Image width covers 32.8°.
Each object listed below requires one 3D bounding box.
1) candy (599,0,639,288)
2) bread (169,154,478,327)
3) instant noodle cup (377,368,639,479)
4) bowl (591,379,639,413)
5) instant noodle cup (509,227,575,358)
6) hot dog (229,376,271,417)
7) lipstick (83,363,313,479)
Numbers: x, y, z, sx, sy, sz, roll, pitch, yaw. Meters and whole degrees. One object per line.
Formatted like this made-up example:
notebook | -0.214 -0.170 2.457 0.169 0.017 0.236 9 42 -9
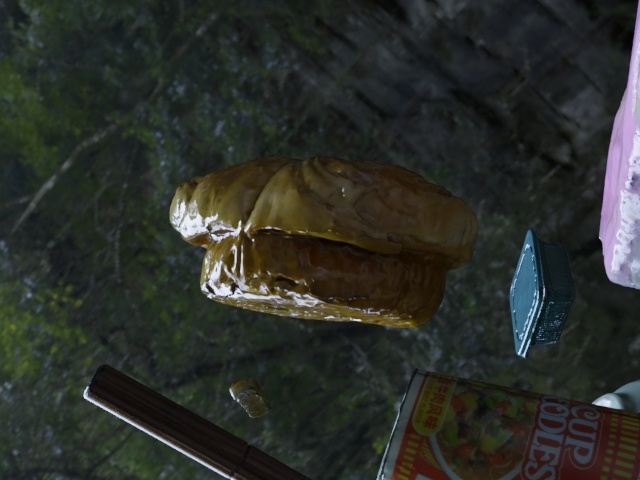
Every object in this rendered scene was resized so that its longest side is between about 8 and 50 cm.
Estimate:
candy | 0.195 -0.076 0.410 0.155 0.265 0.116 4 -120 11
bread | 0.002 0.000 0.853 0.198 0.236 0.120 14 -99 -48
instant noodle cup | 0.167 0.209 0.979 0.212 0.193 0.193 16 -145 11
bowl | 0.411 0.304 1.390 0.163 0.307 0.307 24 -141 -5
instant noodle cup | 0.363 0.087 1.779 0.070 0.179 0.157 3 -134 -2
hot dog | -0.089 0.190 1.356 0.090 0.030 0.034 61 -175 -58
lipstick | -0.152 0.273 1.459 0.356 0.057 0.057 31 -142 -7
